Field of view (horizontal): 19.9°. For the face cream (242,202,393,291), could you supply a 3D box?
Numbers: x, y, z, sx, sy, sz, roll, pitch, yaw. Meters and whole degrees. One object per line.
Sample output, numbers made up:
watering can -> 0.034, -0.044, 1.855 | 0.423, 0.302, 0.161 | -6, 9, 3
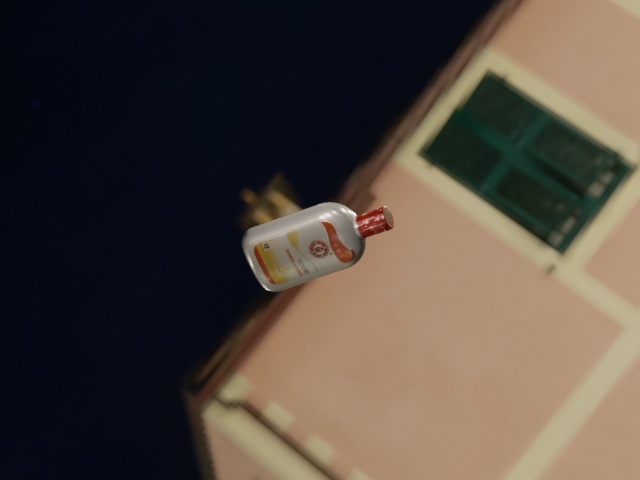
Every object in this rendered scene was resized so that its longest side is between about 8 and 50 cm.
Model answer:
face cream -> 0.000, 0.000, 0.988 | 0.083, 0.040, 0.021 | -19, 20, 22
